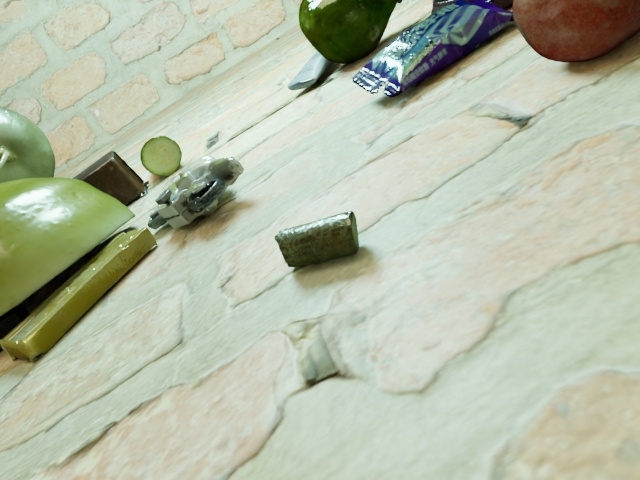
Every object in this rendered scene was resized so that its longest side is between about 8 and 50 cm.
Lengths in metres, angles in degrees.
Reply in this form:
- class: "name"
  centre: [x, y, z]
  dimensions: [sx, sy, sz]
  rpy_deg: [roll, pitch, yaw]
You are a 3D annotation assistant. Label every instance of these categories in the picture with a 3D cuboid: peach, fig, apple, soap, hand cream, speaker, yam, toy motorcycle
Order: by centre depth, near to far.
- class: "yam"
  centre: [0.000, 0.000, 0.544]
  dimensions: [0.094, 0.043, 0.043]
  rpy_deg: [-15, 29, 32]
- class: "peach"
  centre: [0.292, -0.259, 0.600]
  dimensions: [0.152, 0.152, 0.152]
  rpy_deg: [-26, 24, 13]
- class: "soap"
  centre: [-0.351, 0.073, 0.837]
  dimensions: [0.092, 0.037, 0.252]
  rpy_deg: [-10, 32, 42]
- class: "speaker"
  centre: [-0.533, 0.170, 0.866]
  dimensions: [0.191, 0.040, 0.046]
  rpy_deg: [-35, 23, -5]
- class: "toy motorcycle"
  centre: [-0.196, -0.081, 0.906]
  dimensions: [0.228, 0.074, 0.151]
  rpy_deg: [-16, 32, 52]
- class: "apple"
  centre: [-0.517, 0.039, 0.987]
  dimensions: [0.319, 0.312, 0.360]
  rpy_deg: [20, 36, 10]
- class: "fig"
  centre: [0.072, -0.510, 1.265]
  dimensions: [0.244, 0.195, 0.195]
  rpy_deg: [-36, 24, 0]
- class: "hand cream"
  centre: [0.001, -0.427, 1.363]
  dimensions: [0.079, 0.048, 0.255]
  rpy_deg: [-12, 31, 36]

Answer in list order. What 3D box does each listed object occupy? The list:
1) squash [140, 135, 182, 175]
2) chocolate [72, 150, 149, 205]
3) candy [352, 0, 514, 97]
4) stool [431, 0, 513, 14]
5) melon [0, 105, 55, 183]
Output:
- class: "squash"
  centre: [-0.402, -0.203, 1.395]
  dimensions: [0.094, 0.094, 0.224]
  rpy_deg: [-38, 18, -14]
- class: "chocolate"
  centre: [-0.552, -0.078, 1.285]
  dimensions: [0.321, 0.112, 0.112]
  rpy_deg: [-35, 26, -5]
- class: "candy"
  centre: [0.185, -0.310, 0.894]
  dimensions: [0.275, 0.070, 0.145]
  rpy_deg: [-32, 32, -4]
- class: "stool"
  centre: [0.299, -0.530, 1.036]
  dimensions: [0.272, 0.179, 0.272]
  rpy_deg: [-28, 24, 13]
- class: "melon"
  centre: [-0.690, -0.152, 1.164]
  dimensions: [0.307, 0.272, 0.272]
  rpy_deg: [-12, 30, 23]
